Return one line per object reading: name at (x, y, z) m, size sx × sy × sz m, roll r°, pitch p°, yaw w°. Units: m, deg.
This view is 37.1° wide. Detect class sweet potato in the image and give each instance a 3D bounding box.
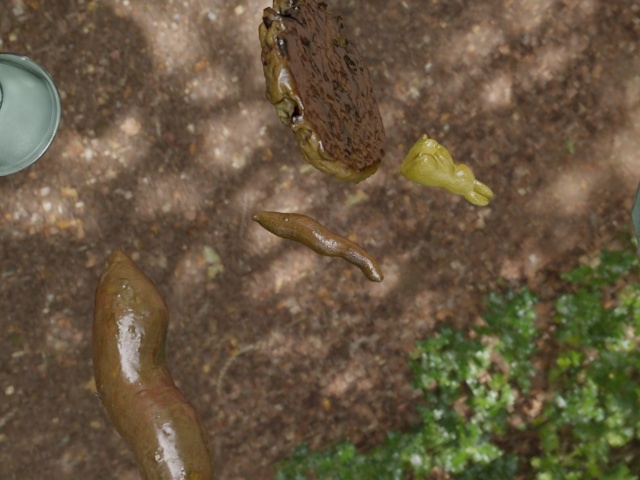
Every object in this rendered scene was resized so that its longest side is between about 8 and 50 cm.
sweet potato at (-0.001, 0.000, 1.156) m, size 0.044 × 0.179 × 0.044 m, roll 24°, pitch 90°, yaw -83°
sweet potato at (-0.113, 0.109, 0.632) m, size 0.065 × 0.218 × 0.051 m, roll -30°, pitch 161°, yaw 26°

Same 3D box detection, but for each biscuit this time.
biscuit at (-0.004, -0.250, 1.552) m, size 0.081 × 0.334 × 0.289 m, roll -23°, pitch 158°, yaw 31°

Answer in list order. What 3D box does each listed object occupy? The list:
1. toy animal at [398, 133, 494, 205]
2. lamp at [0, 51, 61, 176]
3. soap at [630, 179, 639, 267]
toy animal at (0.216, -0.106, 1.603) m, size 0.159 × 0.070 × 0.083 m, roll 25°, pitch 138°, yaw -11°
lamp at (-0.432, -0.182, 1.175) m, size 0.172 × 0.227 × 0.147 m, roll -10°, pitch 116°, yaw -41°
soap at (0.461, -0.042, 0.952) m, size 0.262 × 0.156 × 0.446 m, roll 11°, pitch 113°, yaw 7°
